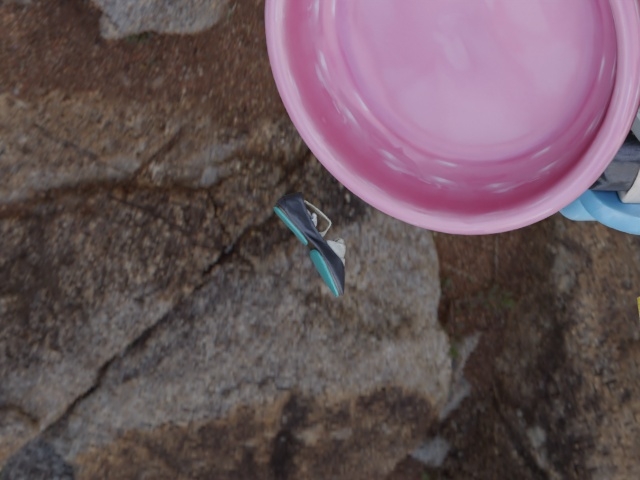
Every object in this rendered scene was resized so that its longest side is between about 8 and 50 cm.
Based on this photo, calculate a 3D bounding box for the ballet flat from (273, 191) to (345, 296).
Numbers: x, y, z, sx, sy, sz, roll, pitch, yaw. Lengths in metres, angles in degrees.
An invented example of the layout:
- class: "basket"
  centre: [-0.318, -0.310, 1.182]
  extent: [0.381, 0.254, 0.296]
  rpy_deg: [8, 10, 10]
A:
- class: "ballet flat"
  centre: [0.000, 0.000, 1.996]
  extent: [0.074, 0.074, 0.203]
  rpy_deg: [-34, 94, 17]

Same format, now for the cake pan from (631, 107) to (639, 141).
- class: "cake pan"
  centre: [0.454, -0.196, 1.310]
  extent: [0.293, 0.054, 0.293]
  rpy_deg: [4, 78, -18]

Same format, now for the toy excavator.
- class: "toy excavator"
  centre: [0.421, -0.141, 1.771]
  extent: [0.222, 0.433, 0.445]
  rpy_deg: [0, 145, -12]

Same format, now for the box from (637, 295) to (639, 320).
- class: "box"
  centre: [0.374, 0.199, 0.979]
  extent: [0.079, 0.257, 0.322]
  rpy_deg: [-15, 157, 31]

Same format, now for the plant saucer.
- class: "plant saucer"
  centre: [0.113, -0.170, 0.955]
  extent: [0.332, 0.084, 0.332]
  rpy_deg: [15, 122, 26]
